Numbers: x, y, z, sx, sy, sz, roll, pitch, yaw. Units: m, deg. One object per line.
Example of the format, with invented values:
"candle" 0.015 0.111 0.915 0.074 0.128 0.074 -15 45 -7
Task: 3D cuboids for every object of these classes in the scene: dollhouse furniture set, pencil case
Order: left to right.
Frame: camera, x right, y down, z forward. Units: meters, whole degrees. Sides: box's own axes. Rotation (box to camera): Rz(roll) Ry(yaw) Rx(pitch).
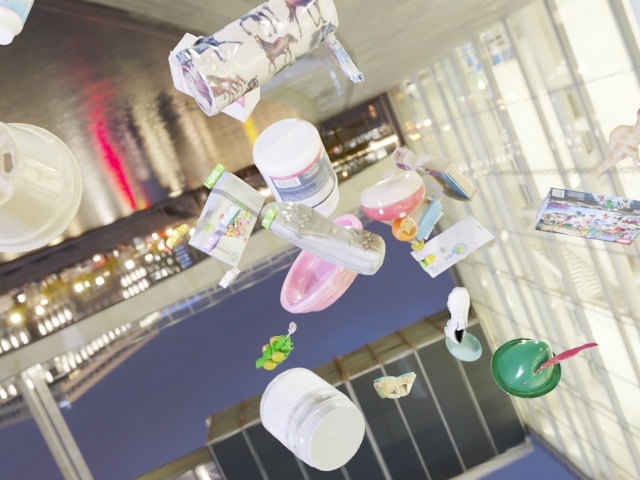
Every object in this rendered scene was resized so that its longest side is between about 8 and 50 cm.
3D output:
"pencil case" -0.149 -0.478 1.644 0.410 0.184 0.160 -37 179 -14
"dollhouse furniture set" 0.330 -0.117 2.331 0.286 0.198 0.303 25 -100 48

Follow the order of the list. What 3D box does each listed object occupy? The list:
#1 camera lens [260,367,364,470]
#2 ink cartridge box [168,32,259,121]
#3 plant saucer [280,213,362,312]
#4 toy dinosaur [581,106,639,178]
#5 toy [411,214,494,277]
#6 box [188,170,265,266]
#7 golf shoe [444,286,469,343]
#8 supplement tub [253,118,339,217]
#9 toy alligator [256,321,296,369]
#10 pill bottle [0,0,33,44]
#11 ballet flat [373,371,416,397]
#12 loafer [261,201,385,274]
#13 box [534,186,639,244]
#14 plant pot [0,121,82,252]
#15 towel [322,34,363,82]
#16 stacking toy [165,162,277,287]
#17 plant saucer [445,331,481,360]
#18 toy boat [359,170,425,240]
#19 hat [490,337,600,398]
"camera lens" -0.030 0.517 2.019 0.219 0.220 0.274 -27 -151 -27
"ink cartridge box" -0.356 -0.555 2.348 0.117 0.282 0.207 -61 175 -20
"plant saucer" 0.018 0.079 1.986 0.332 0.084 0.332 -46 -161 21
"toy dinosaur" 0.586 -0.173 1.307 0.183 0.092 0.053 -56 169 19
"toy" 0.426 0.029 2.212 0.237 0.056 0.137 -30 -136 -7
"box" -0.215 -0.049 1.608 0.038 0.186 0.145 16 168 36
"golf shoe" 0.420 0.227 2.057 0.069 0.176 0.086 -3 -157 -8
"supplement tub" -0.062 -0.191 1.948 0.191 0.272 0.191 -9 -125 13
"toy alligator" -0.092 0.259 1.652 0.051 0.056 0.190 18 132 -29
"pill bottle" -0.788 -0.576 1.734 0.087 0.087 0.160 -19 -128 33
"ballet flat" 0.236 0.453 2.128 0.073 0.067 0.206 -32 159 36
"loafer" 0.000 0.000 1.676 0.112 0.319 0.112 -56 165 -42
"box" 0.647 -0.056 1.640 0.232 0.044 0.159 9 158 9
"plant pot" -0.763 -0.151 1.606 0.333 0.334 0.305 -24 177 -8
"towel" 0.020 -0.602 2.043 0.034 0.285 0.209 -38 -151 4
"stacking toy" -0.211 -0.027 1.470 0.221 0.167 0.052 -54 176 21
"plant saucer" 0.454 0.342 2.195 0.119 0.119 0.021 -29 149 -39
"toy boat" 0.178 -0.071 1.594 0.150 0.151 0.231 -24 -178 4
"hat" 0.544 0.279 1.733 0.208 0.173 0.184 -21 145 -10
